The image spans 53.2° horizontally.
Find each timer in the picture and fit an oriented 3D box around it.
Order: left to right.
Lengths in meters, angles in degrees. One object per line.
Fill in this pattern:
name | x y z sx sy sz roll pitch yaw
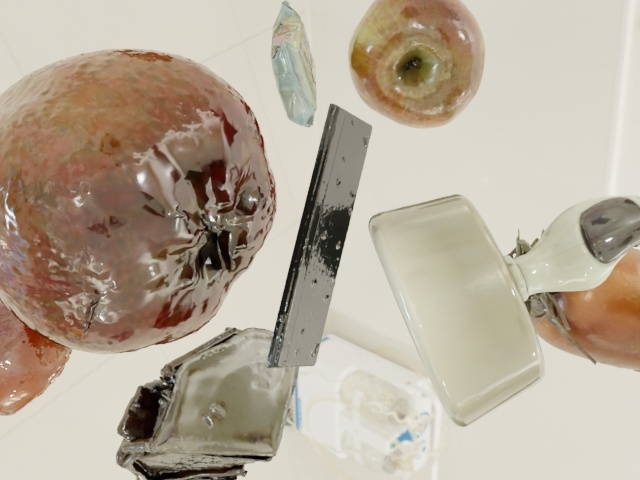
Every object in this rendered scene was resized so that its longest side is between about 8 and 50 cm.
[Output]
timer | 0.189 0.010 0.485 0.265 0.175 0.175 -24 128 6

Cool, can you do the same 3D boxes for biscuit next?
biscuit | -0.058 -0.376 1.349 0.309 0.079 0.186 -90 168 -56

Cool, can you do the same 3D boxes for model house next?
model house | -0.240 0.305 1.214 0.297 0.282 0.317 33 49 -28

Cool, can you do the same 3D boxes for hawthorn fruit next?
hawthorn fruit | -0.220 -0.052 0.641 0.284 0.368 0.285 -20 119 -41

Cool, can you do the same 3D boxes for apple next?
apple | 0.205 -0.397 1.369 0.301 0.301 0.302 -16 114 -41

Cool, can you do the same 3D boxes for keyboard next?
keyboard | 0.000 0.000 0.756 0.101 0.018 0.310 13 91 -58

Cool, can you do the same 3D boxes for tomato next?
tomato | -0.352 0.110 0.717 0.156 0.155 0.069 -59 144 -13

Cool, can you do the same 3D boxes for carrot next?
carrot | 0.436 0.097 1.028 0.193 0.331 0.214 114 -1 -73
